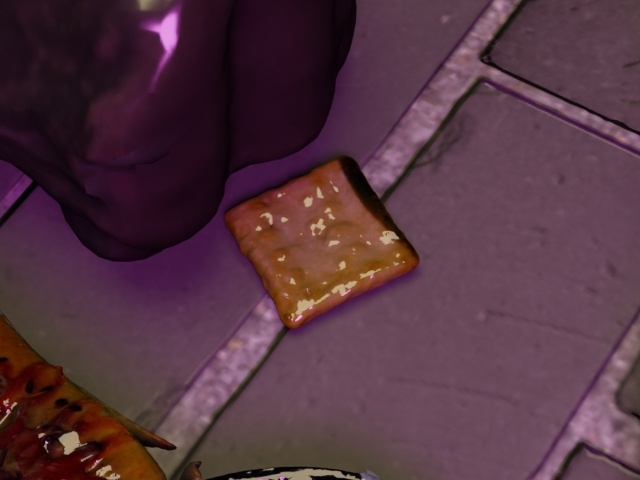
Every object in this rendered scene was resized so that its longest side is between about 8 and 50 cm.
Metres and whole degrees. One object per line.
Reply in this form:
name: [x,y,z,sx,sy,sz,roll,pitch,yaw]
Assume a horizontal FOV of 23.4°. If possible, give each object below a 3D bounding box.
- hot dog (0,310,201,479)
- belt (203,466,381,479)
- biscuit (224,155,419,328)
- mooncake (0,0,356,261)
hot dog: [-0.172,0.102,0.668,0.270,0.082,0.162,29,64,28]
belt: [-0.019,0.181,0.681,0.198,0.078,0.151,-10,56,-3]
biscuit: [0.000,0.000,0.824,0.081,0.018,0.083,-27,59,-11]
mooncake: [-0.160,-0.161,0.824,0.381,0.212,0.351,20,58,20]
